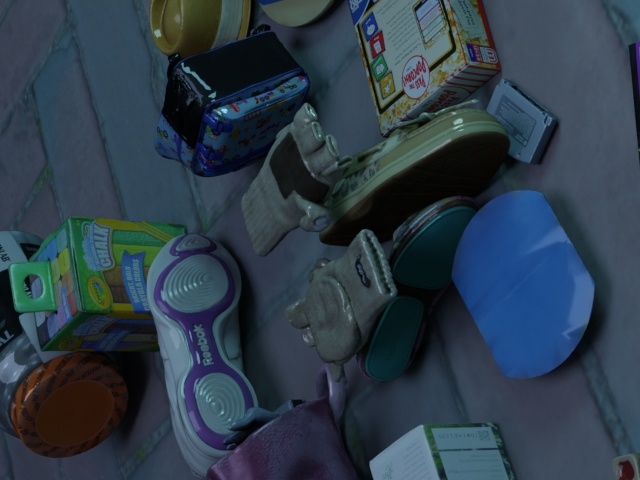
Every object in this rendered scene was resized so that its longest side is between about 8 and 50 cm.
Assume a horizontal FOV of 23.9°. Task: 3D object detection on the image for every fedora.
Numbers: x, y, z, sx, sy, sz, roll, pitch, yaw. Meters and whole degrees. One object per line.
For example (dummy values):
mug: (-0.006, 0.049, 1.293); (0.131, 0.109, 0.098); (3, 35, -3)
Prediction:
fedora: (-0.156, -0.280, 1.848); (0.194, 0.079, 0.194); (-8, 80, 55)

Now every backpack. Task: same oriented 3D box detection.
backpack: (-0.104, -0.136, 1.702); (0.117, 0.158, 0.173); (50, 143, 22)

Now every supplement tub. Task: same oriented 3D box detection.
supplement tub: (-0.388, 0.140, 2.050); (0.316, 0.194, 0.193); (46, 124, 46)

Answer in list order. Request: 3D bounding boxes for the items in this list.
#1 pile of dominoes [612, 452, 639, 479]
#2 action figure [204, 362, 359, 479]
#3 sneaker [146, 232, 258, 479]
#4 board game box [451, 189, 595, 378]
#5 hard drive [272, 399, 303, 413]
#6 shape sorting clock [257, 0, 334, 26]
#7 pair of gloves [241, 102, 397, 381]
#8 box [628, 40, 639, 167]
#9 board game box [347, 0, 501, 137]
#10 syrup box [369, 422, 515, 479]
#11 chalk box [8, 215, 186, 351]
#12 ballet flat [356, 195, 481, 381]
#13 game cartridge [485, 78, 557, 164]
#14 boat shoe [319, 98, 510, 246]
pile of dominoes: (0.327, 0.182, 1.145); (0.251, 0.040, 0.196); (-27, 65, 52)
action figure: (0.035, 0.345, 1.486); (0.370, 0.276, 0.248); (36, 149, 30)
sneaker: (-0.149, 0.136, 1.774); (0.152, 0.114, 0.305); (111, 154, -55)
board game box: (0.191, 0.038, 1.363); (0.133, 0.033, 0.168); (-49, 54, 35)
hard drive: (-0.035, 0.257, 1.677); (0.094, 0.022, 0.135); (-43, 54, 45)
shape sorting clock: (-0.022, -0.342, 1.693); (0.206, 0.040, 0.206); (-7, 82, 54)
pair of gloves: (0.000, 0.000, 1.487); (0.240, 0.042, 0.204); (66, 148, 25)
box: (0.315, -0.120, 1.197); (0.162, 0.029, 0.116); (-16, 74, 52)
board game box: (0.096, -0.219, 1.508); (0.147, 0.045, 0.193); (-37, 58, 47)
syrup box: (0.135, 0.289, 1.367); (0.096, 0.093, 0.236); (-44, 53, 44)
chalk box: (-0.278, 0.056, 1.878); (0.132, 0.213, 0.132); (-38, 57, 47)
ballet flat: (0.088, 0.036, 1.485); (0.079, 0.077, 0.221); (-106, 34, -58)
game cartridge: (0.182, -0.107, 1.400); (0.083, 0.017, 0.056); (49, 123, 45)
boat shoe: (0.078, -0.074, 1.471); (0.285, 0.105, 0.089); (-31, 58, 53)
